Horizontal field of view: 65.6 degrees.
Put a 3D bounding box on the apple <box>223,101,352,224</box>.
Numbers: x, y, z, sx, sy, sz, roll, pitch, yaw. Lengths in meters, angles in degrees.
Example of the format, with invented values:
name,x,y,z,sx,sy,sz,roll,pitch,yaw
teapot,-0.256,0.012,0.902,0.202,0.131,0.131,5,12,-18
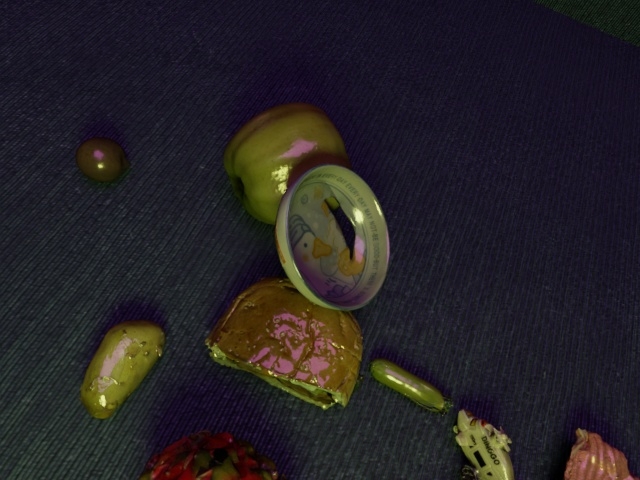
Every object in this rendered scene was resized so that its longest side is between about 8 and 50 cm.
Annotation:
name,x,y,z,sx,sy,sz,roll,pitch,yaw
apple,-0.063,-0.159,1.083,0.278,0.279,0.279,5,59,-9

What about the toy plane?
name,x,y,z,sx,sy,sz,roll,pitch,yaw
toy plane,0.328,0.430,0.881,0.091,0.108,0.287,5,47,-33

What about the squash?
name,x,y,z,sx,sy,sz,roll,pitch,yaw
squash,0.179,0.290,0.987,0.183,0.052,0.052,31,59,3

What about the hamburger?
name,x,y,z,sx,sy,sz,roll,pitch,yaw
hamburger,-0.046,0.182,0.954,0.308,0.132,0.211,21,60,2

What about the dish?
name,x,y,z,sx,sy,sz,roll,pitch,yaw
dish,0.000,0.000,0.956,0.273,0.133,0.274,10,75,-42

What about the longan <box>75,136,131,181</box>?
name,x,y,z,sx,sy,sz,roll,pitch,yaw
longan,-0.477,-0.179,1.094,0.113,0.092,0.113,21,37,-17

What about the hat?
name,x,y,z,sx,sy,sz,roll,pitch,yaw
hat,0.492,0.516,0.887,0.237,0.107,0.286,48,55,6

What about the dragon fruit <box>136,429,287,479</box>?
name,x,y,z,sx,sy,sz,roll,pitch,yaw
dragon fruit,-0.150,0.437,0.731,0.231,0.237,0.303,-37,86,18

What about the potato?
name,x,y,z,sx,sy,sz,roll,pitch,yaw
potato,-0.358,0.224,0.892,0.105,0.085,0.188,33,60,-18
